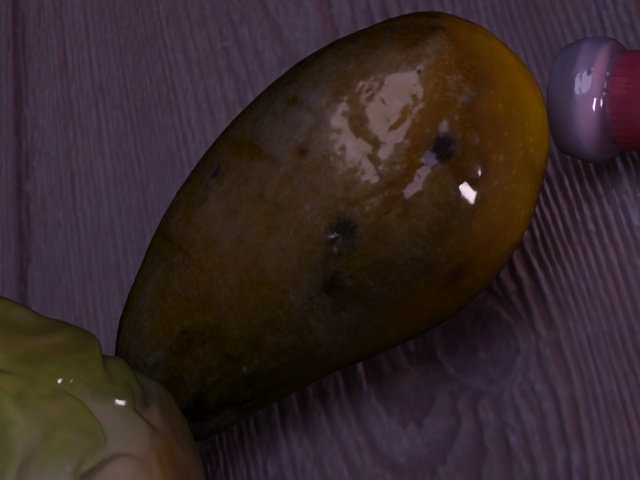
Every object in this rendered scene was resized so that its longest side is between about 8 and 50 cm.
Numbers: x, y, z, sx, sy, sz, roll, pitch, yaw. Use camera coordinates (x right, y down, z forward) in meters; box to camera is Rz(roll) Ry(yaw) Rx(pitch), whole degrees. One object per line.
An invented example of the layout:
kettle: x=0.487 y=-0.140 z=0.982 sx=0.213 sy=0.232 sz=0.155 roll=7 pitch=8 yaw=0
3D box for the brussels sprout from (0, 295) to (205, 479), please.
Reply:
brussels sprout: x=-0.222 y=0.179 z=0.987 sx=0.344 sy=0.268 sz=0.344 roll=-4 pitch=80 yaw=20

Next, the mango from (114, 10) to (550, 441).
mango: x=0.002 y=-0.005 z=1.060 sx=0.329 sy=0.175 sz=0.176 roll=-39 pitch=22 yaw=25

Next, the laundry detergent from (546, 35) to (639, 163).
laundry detergent: x=0.299 y=-0.078 z=0.987 sx=0.335 sy=0.088 sz=0.159 roll=4 pitch=61 yaw=32
